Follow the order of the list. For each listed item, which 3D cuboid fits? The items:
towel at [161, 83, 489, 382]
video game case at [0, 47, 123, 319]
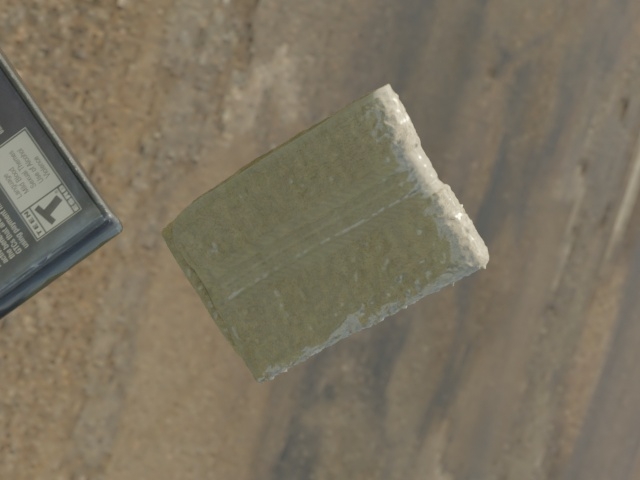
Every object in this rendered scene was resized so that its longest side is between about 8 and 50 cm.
[{"bbox_3d":[0.000,0.000,1.449,0.187,0.282,0.049,58,31,-5],"label":"towel"},{"bbox_3d":[-0.250,-0.001,0.701,0.274,0.196,0.026,-36,163,-1],"label":"video game case"}]
